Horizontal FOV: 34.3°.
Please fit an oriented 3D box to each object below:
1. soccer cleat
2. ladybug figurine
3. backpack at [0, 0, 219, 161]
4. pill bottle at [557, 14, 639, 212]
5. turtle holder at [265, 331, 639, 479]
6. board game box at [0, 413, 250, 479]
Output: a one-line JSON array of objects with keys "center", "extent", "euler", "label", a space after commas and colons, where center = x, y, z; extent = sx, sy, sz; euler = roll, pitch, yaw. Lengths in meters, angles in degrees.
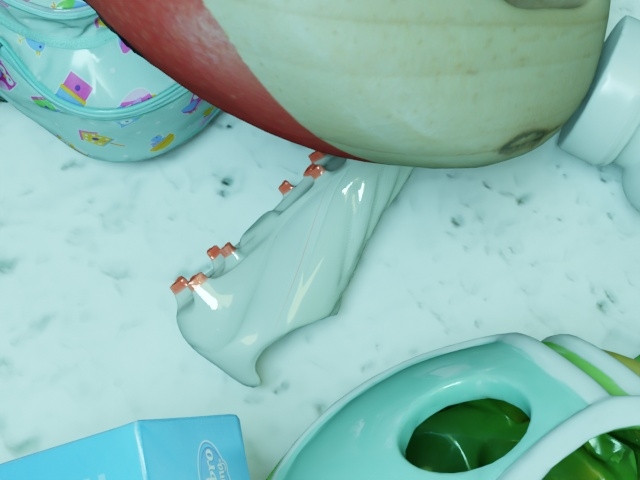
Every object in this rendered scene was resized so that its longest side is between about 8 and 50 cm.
[{"center": [0.000, 0.000, 0.605], "extent": [0.196, 0.068, 0.076], "euler": [-43, 104, -18], "label": "soccer cleat"}, {"center": [0.015, -0.176, 0.511], "extent": [0.162, 0.449, 0.305], "euler": [-14, 91, 31], "label": "ladybug figurine"}, {"center": [-0.128, -0.145, 0.593], "extent": [0.188, 0.144, 0.166], "euler": [43, 69, 2], "label": "backpack"}, {"center": [0.254, -0.050, 0.610], "extent": [0.208, 0.117, 0.117], "euler": [26, 73, 3], "label": "pill bottle"}, {"center": [0.117, 0.154, 0.473], "extent": [0.321, 0.227, 0.243], "euler": [-9, 69, -19], "label": "turtle holder"}, {"center": [-0.152, 0.225, 0.429], "extent": [0.317, 0.064, 0.242], "euler": [-21, 73, 27], "label": "board game box"}]
